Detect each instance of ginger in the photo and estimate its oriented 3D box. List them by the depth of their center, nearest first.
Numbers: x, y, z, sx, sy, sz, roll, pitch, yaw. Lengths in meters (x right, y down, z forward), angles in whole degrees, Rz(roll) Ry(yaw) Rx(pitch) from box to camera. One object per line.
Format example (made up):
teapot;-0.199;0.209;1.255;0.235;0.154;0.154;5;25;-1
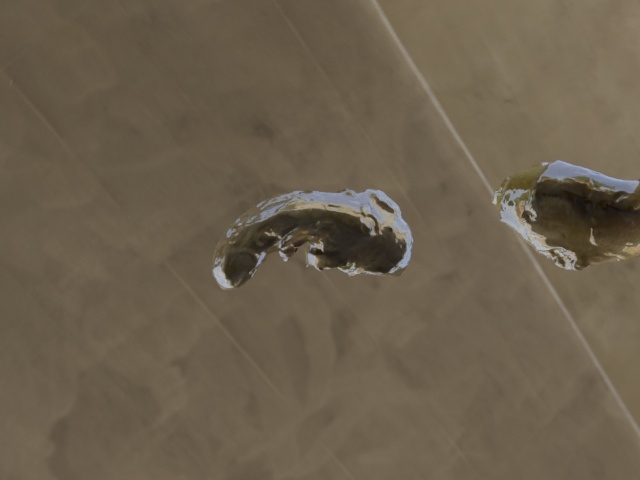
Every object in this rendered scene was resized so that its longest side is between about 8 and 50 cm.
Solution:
ginger;0.211;-0.044;0.548;0.059;0.214;0.132;-6;-81;-57
ginger;-0.001;-0.003;0.654;0.174;0.051;0.069;0;-74;-31
